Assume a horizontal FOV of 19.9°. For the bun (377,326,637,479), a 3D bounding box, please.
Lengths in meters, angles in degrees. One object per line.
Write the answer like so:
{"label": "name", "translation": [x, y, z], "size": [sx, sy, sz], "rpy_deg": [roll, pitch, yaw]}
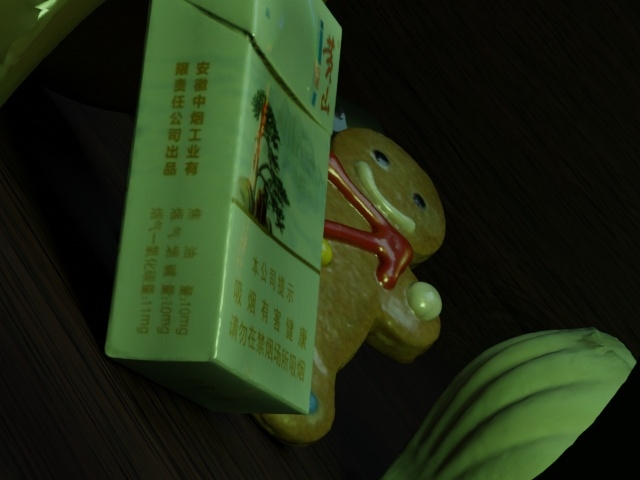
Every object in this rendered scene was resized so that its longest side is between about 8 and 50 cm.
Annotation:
{"label": "bun", "translation": [0.117, 0.187, 1.194], "size": [0.263, 0.175, 0.263], "rpy_deg": [178, -90, -82]}

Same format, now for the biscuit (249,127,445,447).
{"label": "biscuit", "translation": [0.002, -0.001, 1.230], "size": [0.205, 0.049, 0.324], "rpy_deg": [52, 32, 4]}

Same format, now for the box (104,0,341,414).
{"label": "box", "translation": [-0.046, -0.035, 0.965], "size": [0.149, 0.067, 0.233], "rpy_deg": [46, 47, -69]}

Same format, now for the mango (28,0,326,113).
{"label": "mango", "translation": [-0.131, -0.225, 1.061], "size": [0.446, 0.300, 0.232], "rpy_deg": [72, 6, -58]}

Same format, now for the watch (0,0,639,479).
{"label": "watch", "translation": [0.004, -0.015, 0.443], "size": [0.327, 0.335, 0.314], "rpy_deg": [40, 9, -22]}

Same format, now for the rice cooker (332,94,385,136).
{"label": "rice cooker", "translation": [-0.021, -0.041, 1.410], "size": [0.106, 0.165, 0.112], "rpy_deg": [12, 30, -38]}
